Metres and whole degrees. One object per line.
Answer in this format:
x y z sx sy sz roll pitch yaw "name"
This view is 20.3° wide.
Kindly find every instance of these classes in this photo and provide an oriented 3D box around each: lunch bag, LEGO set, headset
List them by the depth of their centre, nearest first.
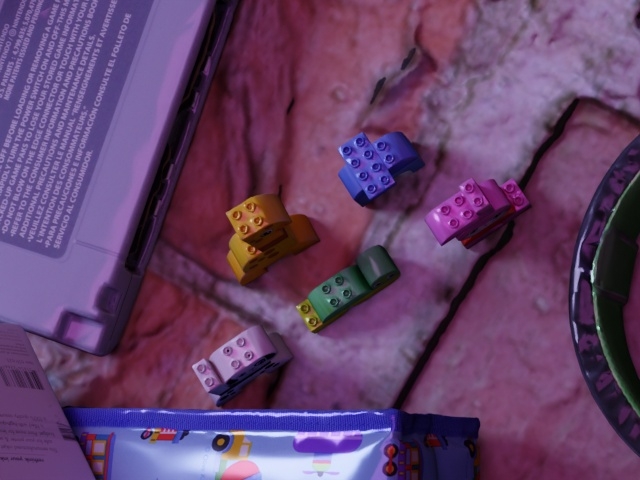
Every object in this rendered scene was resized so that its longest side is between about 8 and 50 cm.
0.313 0.035 0.919 0.394 0.185 0.243 9 83 27 "headset"
-0.067 0.206 1.024 0.293 0.138 0.221 -1 83 24 "lunch bag"
0.000 0.000 1.049 0.227 0.093 0.087 -34 74 6 "LEGO set"

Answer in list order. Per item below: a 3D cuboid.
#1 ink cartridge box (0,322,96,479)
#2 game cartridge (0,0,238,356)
-0.190 0.129 1.010 0.060 0.104 0.180 -47 56 25 "ink cartridge box"
-0.174 -0.094 1.130 0.196 0.060 0.294 18 85 13 "game cartridge"
